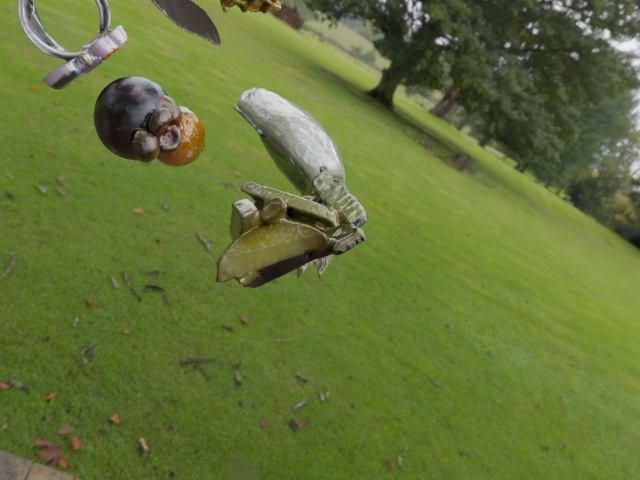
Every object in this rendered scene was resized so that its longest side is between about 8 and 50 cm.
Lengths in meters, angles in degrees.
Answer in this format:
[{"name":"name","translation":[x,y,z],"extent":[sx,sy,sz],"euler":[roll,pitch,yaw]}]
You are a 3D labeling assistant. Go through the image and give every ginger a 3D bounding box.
[{"name":"ginger","translation":[-0.073,-0.071,1.284],"extent":[0.211,0.358,0.413],"euler":[62,29,-20]}]

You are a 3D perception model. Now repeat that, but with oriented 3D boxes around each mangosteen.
[{"name":"mangosteen","translation":[-0.428,-0.285,1.291],"extent":[0.210,0.210,0.210],"euler":[29,22,-13]}]

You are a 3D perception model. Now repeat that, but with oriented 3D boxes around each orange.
[{"name":"orange","translation":[-0.413,-0.299,1.575],"extent":[0.155,0.178,0.177],"euler":[0,40,-44]}]

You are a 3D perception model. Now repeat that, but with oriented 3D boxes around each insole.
[{"name":"insole","translation":[-0.247,-0.415,0.978],"extent":[0.328,0.007,0.111],"euler":[-23,91,-77]}]

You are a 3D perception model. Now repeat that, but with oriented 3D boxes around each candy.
[{"name":"candy","translation":[-0.087,-0.302,1.639],"extent":[0.427,0.186,0.386],"euler":[45,-2,26]}]

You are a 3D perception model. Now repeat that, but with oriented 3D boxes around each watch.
[{"name":"watch","translation":[-0.619,-0.515,1.319],"extent":[0.231,0.244,0.196],"euler":[54,-6,-29]}]

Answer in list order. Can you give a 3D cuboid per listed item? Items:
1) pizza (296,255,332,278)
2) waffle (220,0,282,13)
[{"name":"pizza","translation":[0.000,0.000,1.640],"extent":[0.181,0.262,0.034],"euler":[25,1,-33]},{"name":"waffle","translation":[-0.136,-0.676,1.309],"extent":[0.281,0.300,0.058],"euler":[52,15,-56]}]
